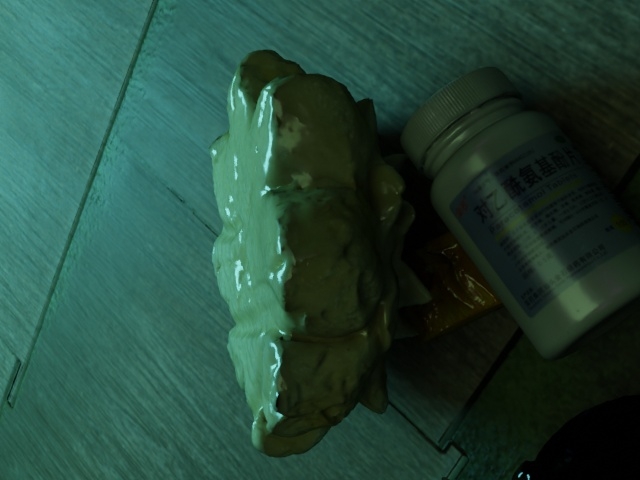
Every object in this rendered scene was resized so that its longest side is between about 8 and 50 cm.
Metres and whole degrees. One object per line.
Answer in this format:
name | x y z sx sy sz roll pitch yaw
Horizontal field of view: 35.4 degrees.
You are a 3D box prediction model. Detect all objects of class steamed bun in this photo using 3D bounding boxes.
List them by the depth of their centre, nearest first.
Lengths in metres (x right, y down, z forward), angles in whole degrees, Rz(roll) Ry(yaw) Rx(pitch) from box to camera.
steamed bun | 0.000 0.000 0.755 0.295 0.137 0.292 -112 23 -55

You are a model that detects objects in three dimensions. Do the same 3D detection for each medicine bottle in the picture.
medicine bottle | 0.141 -0.020 0.682 0.103 0.103 0.186 -45 68 32

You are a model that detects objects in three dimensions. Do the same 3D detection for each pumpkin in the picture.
pumpkin | 0.095 0.035 0.769 0.101 0.035 0.073 -36 76 33

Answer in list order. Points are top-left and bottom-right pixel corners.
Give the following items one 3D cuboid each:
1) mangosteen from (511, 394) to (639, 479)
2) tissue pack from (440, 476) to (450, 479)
mangosteen | 0.215 0.205 0.593 0.243 0.243 0.243 5 99 37
tissue pack | 0.096 0.239 0.770 0.085 0.079 0.111 31 121 -8
